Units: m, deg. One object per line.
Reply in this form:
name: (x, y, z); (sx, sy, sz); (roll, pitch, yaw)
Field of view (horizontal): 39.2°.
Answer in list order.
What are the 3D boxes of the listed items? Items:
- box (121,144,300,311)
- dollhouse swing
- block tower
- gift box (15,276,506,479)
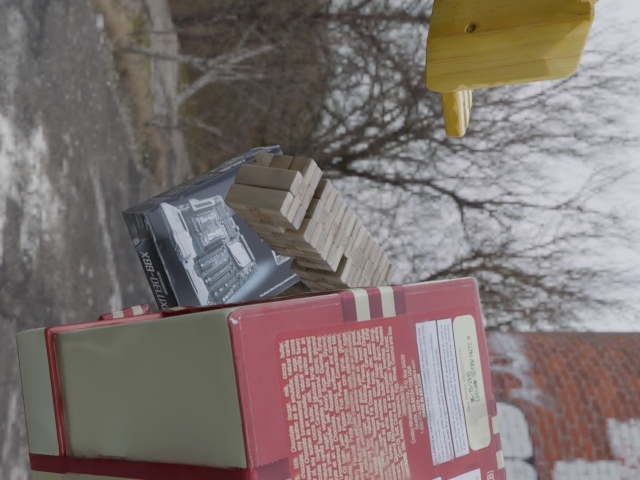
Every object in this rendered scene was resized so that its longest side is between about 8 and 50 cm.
box: (-0.160, 0.002, 1.544); (0.076, 0.307, 0.242); (1, -66, 47)
dollhouse swing: (0.314, -0.351, 1.356); (0.305, 0.315, 0.347); (48, 47, -50)
block tower: (0.000, 0.000, 1.251); (0.335, 0.097, 0.091); (50, 58, -53)
gift box: (-0.031, 0.160, 0.611); (0.258, 0.276, 0.255); (-10, -99, 43)
